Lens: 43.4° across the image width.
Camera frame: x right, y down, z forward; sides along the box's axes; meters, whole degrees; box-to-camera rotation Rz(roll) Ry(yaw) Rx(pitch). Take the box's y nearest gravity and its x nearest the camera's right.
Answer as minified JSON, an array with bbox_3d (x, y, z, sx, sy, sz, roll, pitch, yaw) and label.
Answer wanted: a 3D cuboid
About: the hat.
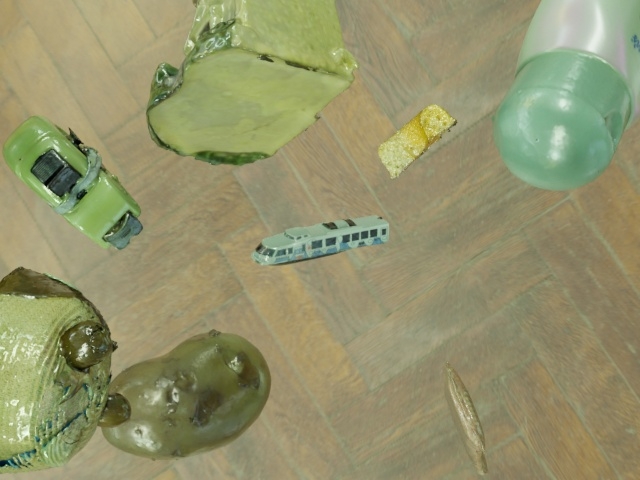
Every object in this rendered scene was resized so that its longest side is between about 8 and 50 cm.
[{"bbox_3d":[-0.113,0.059,0.341,0.059,0.076,0.077,11,119,6],"label":"hat"}]

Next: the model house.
[{"bbox_3d":[-0.131,-0.302,1.233,0.321,0.261,0.266,-32,57,49],"label":"model house"}]

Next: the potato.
[{"bbox_3d":[-0.186,0.228,1.152,0.165,0.262,0.165,27,128,41],"label":"potato"}]

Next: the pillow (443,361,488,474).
[{"bbox_3d":[0.212,0.264,1.172,0.034,0.211,0.135,-23,61,1],"label":"pillow"}]

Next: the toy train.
[{"bbox_3d":[0.000,0.000,1.142,0.207,0.043,0.047,-12,116,-27],"label":"toy train"}]

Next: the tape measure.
[{"bbox_3d":[-0.305,-0.082,0.970,0.087,0.154,0.177,-49,41,-3],"label":"tape measure"}]

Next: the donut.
[{"bbox_3d":[0.097,-0.104,0.806,0.067,0.083,0.038,-39,88,-20],"label":"donut"}]

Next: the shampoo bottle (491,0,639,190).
[{"bbox_3d":[0.328,-0.210,0.992,0.151,0.222,0.350,8,52,39],"label":"shampoo bottle"}]
